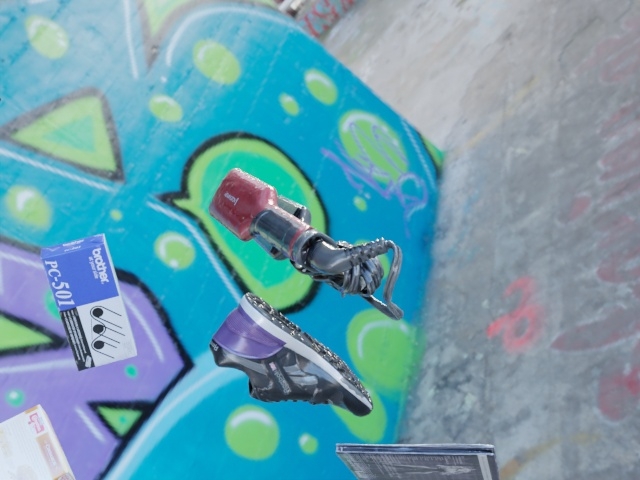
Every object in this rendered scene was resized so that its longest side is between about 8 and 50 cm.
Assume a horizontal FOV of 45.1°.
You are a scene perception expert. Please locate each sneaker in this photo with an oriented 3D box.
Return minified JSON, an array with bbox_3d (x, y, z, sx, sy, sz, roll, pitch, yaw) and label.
[{"bbox_3d":[-0.048,0.208,1.207,0.124,0.283,0.107,-49,18,3],"label":"sneaker"}]

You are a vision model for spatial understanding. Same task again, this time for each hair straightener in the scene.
[{"bbox_3d":[0.000,0.000,0.475,0.047,0.089,0.230,-61,25,-5],"label":"hair straightener"}]

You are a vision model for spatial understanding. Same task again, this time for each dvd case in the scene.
[{"bbox_3d":[0.147,0.328,1.134,0.222,0.164,0.018,-3,59,15],"label":"dvd case"}]

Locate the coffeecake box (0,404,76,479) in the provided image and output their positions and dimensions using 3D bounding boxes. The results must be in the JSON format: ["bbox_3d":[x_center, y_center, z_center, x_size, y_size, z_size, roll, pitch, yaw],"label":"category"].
[{"bbox_3d":[-0.538,0.393,1.321,0.186,0.142,0.068,-26,-30,-18],"label":"coffeecake box"}]

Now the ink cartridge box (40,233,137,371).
[{"bbox_3d":[-0.362,0.099,1.215,0.097,0.207,0.046,-14,25,-12],"label":"ink cartridge box"}]
